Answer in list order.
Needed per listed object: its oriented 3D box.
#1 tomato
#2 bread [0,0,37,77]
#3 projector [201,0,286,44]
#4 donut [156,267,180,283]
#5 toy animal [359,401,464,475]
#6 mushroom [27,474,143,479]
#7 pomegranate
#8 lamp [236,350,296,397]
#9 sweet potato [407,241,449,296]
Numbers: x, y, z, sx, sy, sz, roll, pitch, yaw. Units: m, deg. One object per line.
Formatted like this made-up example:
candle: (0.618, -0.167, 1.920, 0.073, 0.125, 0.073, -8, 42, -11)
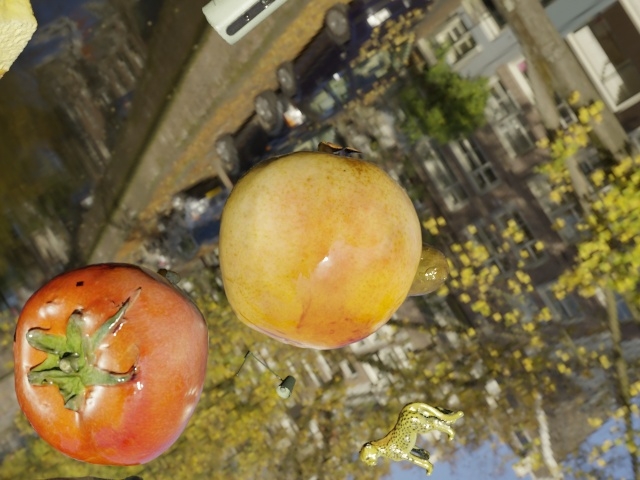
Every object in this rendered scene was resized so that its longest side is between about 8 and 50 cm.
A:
tomato: (-0.326, 0.187, 1.450, 0.341, 0.341, 0.273, -32, 165, 25)
bread: (-0.498, -0.288, 1.157, 0.240, 0.178, 0.135, -31, 166, 36)
projector: (-0.103, -0.575, 1.962, 0.337, 0.108, 0.108, -37, 178, 11)
donut: (-0.325, 0.100, 1.877, 0.038, 0.083, 0.067, 3, 178, -36)
toy animal: (0.165, 0.348, 1.617, 0.073, 0.136, 0.181, -81, -165, -56)
mushroom: (-0.428, 0.435, 1.457, 0.109, 0.097, 0.351, -45, 145, 22)
pomegranate: (0.000, 0.000, 1.316, 0.319, 0.319, 0.319, -32, 179, -1)
lamp: (-0.102, 0.265, 1.772, 0.054, 0.121, 0.041, -54, 167, -49)
sweet potato: (0.134, 0.068, 2.038, 0.423, 0.130, 0.130, -3, -159, 46)
